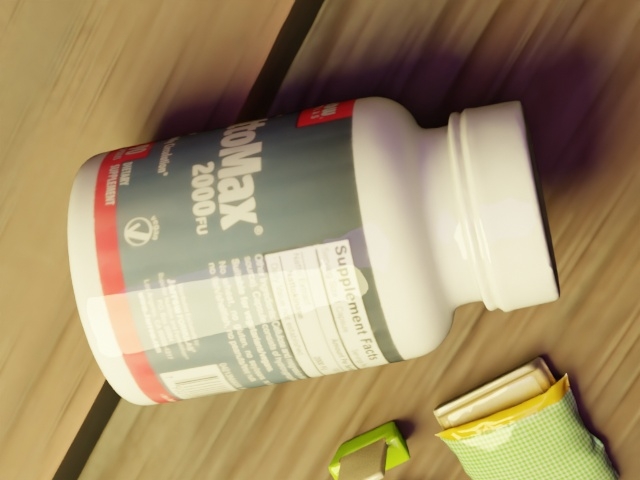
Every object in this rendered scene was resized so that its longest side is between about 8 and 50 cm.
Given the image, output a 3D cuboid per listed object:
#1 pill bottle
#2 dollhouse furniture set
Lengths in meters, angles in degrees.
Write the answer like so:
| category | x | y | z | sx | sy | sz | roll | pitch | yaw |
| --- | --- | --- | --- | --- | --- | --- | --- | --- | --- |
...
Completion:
| category | x | y | z | sx | sy | sz | roll | pitch | yaw |
| --- | --- | --- | --- | --- | --- | --- | --- | --- | --- |
| pill bottle | 0.000 | 0.000 | 0.608 | 0.180 | 0.108 | 0.108 | -11 | 107 | 10 |
| dollhouse furniture set | 0.053 | 0.119 | 0.668 | 0.152 | 0.058 | 0.076 | -28 | 104 | 15 |
